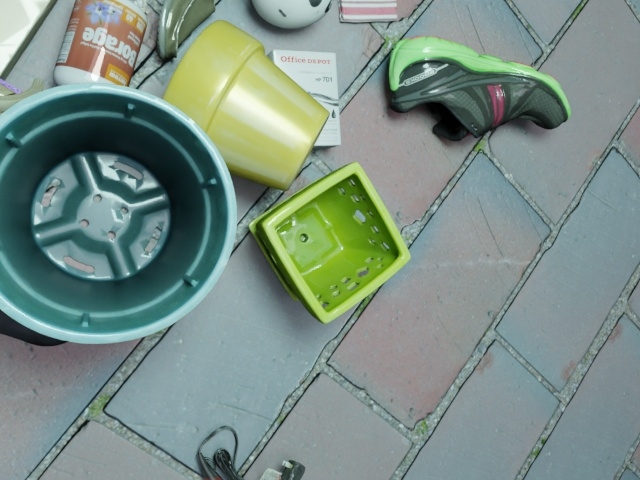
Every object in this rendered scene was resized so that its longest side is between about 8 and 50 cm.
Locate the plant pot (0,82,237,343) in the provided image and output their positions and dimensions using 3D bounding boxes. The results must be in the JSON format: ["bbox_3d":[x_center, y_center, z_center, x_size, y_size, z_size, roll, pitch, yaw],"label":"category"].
[{"bbox_3d":[-0.339,-0.040,0.850,0.341,0.334,0.340,-1,92,-22],"label":"plant pot"}]

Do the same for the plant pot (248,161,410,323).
[{"bbox_3d":[0.000,0.000,1.063,0.227,0.207,0.228,-35,105,-18],"label":"plant pot"}]

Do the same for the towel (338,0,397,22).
[{"bbox_3d":[0.096,-0.583,1.185,0.144,0.029,0.196,-10,98,-22],"label":"towel"}]

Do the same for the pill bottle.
[{"bbox_3d":[-0.389,-0.311,0.935,0.121,0.121,0.216,16,86,-23],"label":"pill bottle"}]

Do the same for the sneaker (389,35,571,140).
[{"bbox_3d":[0.361,-0.326,1.248,0.483,0.185,0.202,8,106,-20],"label":"sneaker"}]

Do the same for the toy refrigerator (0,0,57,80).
[{"bbox_3d":[-0.516,-0.399,0.896,0.102,0.094,0.269,32,81,-27],"label":"toy refrigerator"}]

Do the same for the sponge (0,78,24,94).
[{"bbox_3d":[-0.537,-0.218,0.880,0.210,0.117,0.031,29,49,-22],"label":"sponge"}]

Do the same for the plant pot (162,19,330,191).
[{"bbox_3d":[-0.124,-0.214,0.949,0.239,0.254,0.253,28,80,-4],"label":"plant pot"}]

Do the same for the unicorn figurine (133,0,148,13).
[{"bbox_3d":[-0.361,-0.478,0.961,0.060,0.111,0.162,-39,91,-7],"label":"unicorn figurine"}]

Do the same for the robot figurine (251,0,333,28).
[{"bbox_3d":[-0.060,-0.559,1.036,0.209,0.173,0.278,-7,94,-15],"label":"robot figurine"}]

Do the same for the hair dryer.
[{"bbox_3d":[-0.183,0.547,1.092,0.224,0.080,0.293,26,76,-6],"label":"hair dryer"}]

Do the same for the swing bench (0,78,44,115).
[{"bbox_3d":[-0.579,-0.151,0.776,0.255,0.165,0.253,23,118,-21],"label":"swing bench"}]

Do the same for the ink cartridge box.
[{"bbox_3d":[-0.040,-0.286,1.105,0.140,0.082,0.190,-5,96,-21],"label":"ink cartridge box"}]

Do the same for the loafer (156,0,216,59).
[{"bbox_3d":[-0.240,-0.451,1.007,0.088,0.094,0.251,20,84,-18],"label":"loafer"}]

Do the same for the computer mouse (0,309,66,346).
[{"bbox_3d":[-0.538,0.106,0.912,0.272,0.072,0.188,24,82,-22],"label":"computer mouse"}]
